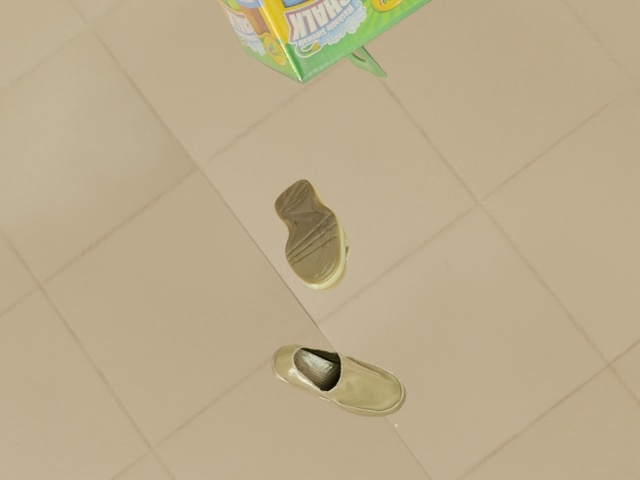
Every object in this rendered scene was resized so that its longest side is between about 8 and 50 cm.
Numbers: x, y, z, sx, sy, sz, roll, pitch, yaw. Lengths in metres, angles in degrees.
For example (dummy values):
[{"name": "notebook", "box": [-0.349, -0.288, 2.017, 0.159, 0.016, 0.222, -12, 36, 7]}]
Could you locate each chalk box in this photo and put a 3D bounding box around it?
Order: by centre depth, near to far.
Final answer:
[{"name": "chalk box", "box": [-0.017, -0.296, 1.141, 0.179, 0.180, 0.289, -34, 118, -11]}]

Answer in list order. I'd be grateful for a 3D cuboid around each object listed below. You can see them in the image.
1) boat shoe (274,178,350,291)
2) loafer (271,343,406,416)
[{"name": "boat shoe", "box": [-0.002, 0.001, 0.908, 0.056, 0.153, 0.048, -38, 121, 6]}, {"name": "loafer", "box": [0.022, 0.146, 1.080, 0.148, 0.050, 0.056, 16, 75, -9]}]
